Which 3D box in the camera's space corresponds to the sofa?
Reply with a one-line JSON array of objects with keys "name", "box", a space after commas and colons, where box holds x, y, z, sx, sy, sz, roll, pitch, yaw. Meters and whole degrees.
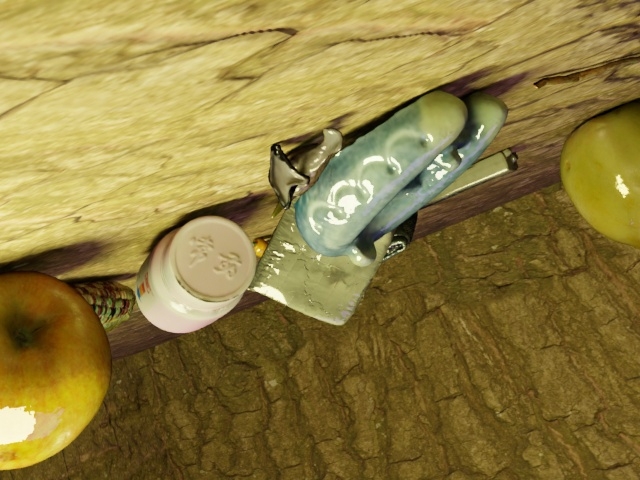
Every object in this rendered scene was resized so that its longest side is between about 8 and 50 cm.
[{"name": "sofa", "box": [0.000, 0.000, 1.421, 0.210, 0.176, 0.225, -62, -170, 17]}]

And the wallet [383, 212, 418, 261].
[{"name": "wallet", "box": [0.096, -0.001, 1.948, 0.237, 0.075, 0.342, -21, -171, 15]}]

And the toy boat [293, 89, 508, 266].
[{"name": "toy boat", "box": [0.105, -0.070, 1.162, 0.330, 0.123, 0.215, -36, 168, 31]}]

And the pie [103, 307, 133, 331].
[{"name": "pie", "box": [-0.528, 0.198, 1.865, 0.277, 0.078, 0.277, -19, 175, -2]}]

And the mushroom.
[{"name": "mushroom", "box": [0.411, -0.250, 1.277, 0.286, 0.028, 0.026, -16, -145, -34]}]

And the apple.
[{"name": "apple", "box": [-0.401, 0.161, 1.139, 0.264, 0.264, 0.264, -20, 174, -2]}]

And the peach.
[{"name": "peach", "box": [0.678, -0.140, 1.857, 0.314, 0.315, 0.281, -3, 147, -46]}]

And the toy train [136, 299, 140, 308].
[{"name": "toy train", "box": [-0.295, 0.098, 1.810, 0.178, 0.071, 0.104, -21, -175, -12]}]

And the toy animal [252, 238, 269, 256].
[{"name": "toy animal", "box": [-0.061, 0.007, 1.783, 0.127, 0.131, 0.182, -52, -170, -14]}]

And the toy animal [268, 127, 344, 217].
[{"name": "toy animal", "box": [-0.025, -0.081, 1.085, 0.105, 0.070, 0.202, -35, 175, -11]}]

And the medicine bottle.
[{"name": "medicine bottle", "box": [-0.192, 0.054, 1.335, 0.152, 0.152, 0.254, -18, 173, -25]}]

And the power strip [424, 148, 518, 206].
[{"name": "power strip", "box": [0.300, -0.126, 1.911, 0.286, 0.048, 0.080, -22, 173, 29]}]

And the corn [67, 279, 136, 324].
[{"name": "corn", "box": [-0.398, 0.110, 1.480, 0.086, 0.086, 0.253, -22, 177, 18]}]
